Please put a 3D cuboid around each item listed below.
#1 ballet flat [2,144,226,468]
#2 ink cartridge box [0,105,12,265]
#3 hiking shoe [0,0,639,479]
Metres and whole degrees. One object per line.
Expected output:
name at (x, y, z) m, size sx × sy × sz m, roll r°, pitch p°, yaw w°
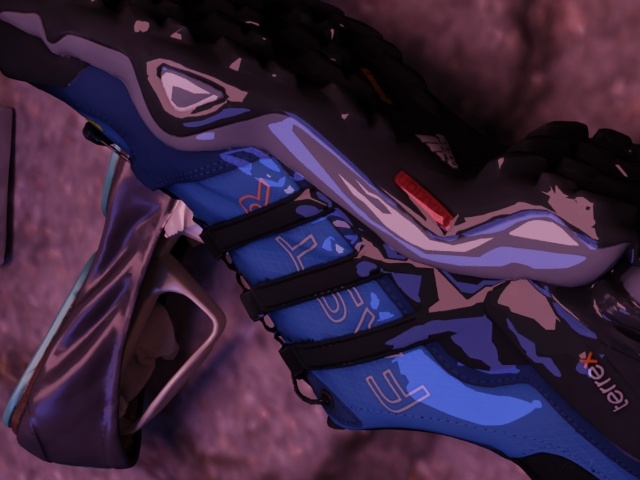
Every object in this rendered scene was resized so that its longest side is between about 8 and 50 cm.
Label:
ballet flat at (-0.063, 0.006, 0.703) m, size 0.074 × 0.074 × 0.203 m, roll 32°, pitch 105°, yaw 35°
ink cartridge box at (-0.256, -0.031, 0.779) m, size 0.139 × 0.190 × 0.082 m, roll 3°, pitch 91°, yaw 40°
hiking shoe at (0.000, 0.000, 0.586) m, size 0.304 × 0.113 × 0.132 m, roll 27°, pitch 114°, yaw 23°
